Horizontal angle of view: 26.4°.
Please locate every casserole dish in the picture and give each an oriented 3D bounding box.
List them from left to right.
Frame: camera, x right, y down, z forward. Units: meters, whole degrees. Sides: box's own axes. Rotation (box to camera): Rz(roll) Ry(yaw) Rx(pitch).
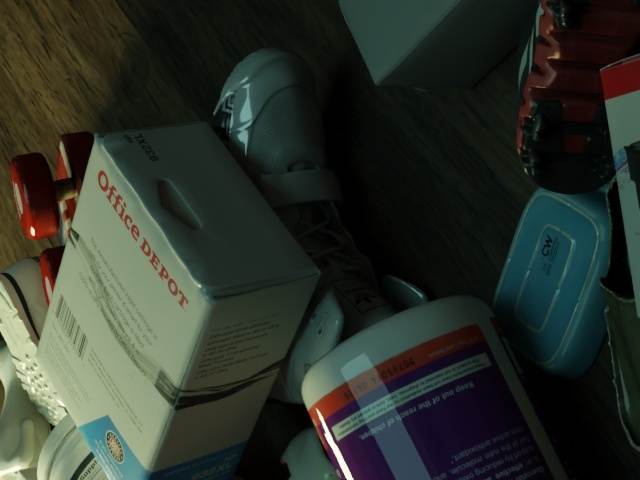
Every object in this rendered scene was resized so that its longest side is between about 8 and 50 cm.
[{"bbox_3d":[0.201,0.032,1.166,0.114,0.037,0.188,37,118,42],"label":"casserole dish"}]

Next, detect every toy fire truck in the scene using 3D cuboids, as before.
[{"bbox_3d":[-0.261,0.026,1.639,0.254,0.169,0.302,113,140,-61],"label":"toy fire truck"}]

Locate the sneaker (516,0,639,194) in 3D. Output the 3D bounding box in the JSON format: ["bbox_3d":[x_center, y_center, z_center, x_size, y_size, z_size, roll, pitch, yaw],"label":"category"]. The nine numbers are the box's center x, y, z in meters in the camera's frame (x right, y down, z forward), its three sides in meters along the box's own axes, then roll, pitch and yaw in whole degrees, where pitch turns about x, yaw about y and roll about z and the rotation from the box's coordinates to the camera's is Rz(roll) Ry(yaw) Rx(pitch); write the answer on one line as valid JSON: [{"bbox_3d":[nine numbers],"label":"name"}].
[{"bbox_3d":[0.211,-0.179,1.063,0.135,0.097,0.276,-85,2,-57],"label":"sneaker"}]

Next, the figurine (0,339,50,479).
[{"bbox_3d":[-0.446,0.245,1.884,0.215,0.092,0.209,-34,57,41],"label":"figurine"}]

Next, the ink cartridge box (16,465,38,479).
[{"bbox_3d":[-0.312,0.385,1.715,0.128,0.127,0.176,34,117,43],"label":"ink cartridge box"}]

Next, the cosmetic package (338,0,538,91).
[{"bbox_3d":[0.138,-0.233,1.158,0.238,0.127,0.107,-39,64,41],"label":"cosmetic package"}]

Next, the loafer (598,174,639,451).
[{"bbox_3d":[0.253,0.053,1.065,0.094,0.087,0.251,-6,87,50],"label":"loafer"}]

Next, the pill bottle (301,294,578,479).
[{"bbox_3d":[0.124,0.220,1.139,0.181,0.181,0.323,-39,70,43],"label":"pill bottle"}]

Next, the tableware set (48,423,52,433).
[{"bbox_3d":[-0.403,0.323,1.902,0.168,0.020,0.141,-44,60,41],"label":"tableware set"}]

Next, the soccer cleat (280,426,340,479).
[{"bbox_3d":[0.017,0.268,1.358,0.076,0.068,0.196,-39,50,23],"label":"soccer cleat"}]

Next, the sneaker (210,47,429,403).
[{"bbox_3d":[0.000,0.000,1.330,0.210,0.137,0.366,14,107,48],"label":"sneaker"}]

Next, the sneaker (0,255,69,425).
[{"bbox_3d":[-0.351,0.136,1.790,0.090,0.095,0.235,-9,104,45],"label":"sneaker"}]

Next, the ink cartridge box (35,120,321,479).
[{"bbox_3d":[-0.148,0.073,1.319,0.223,0.129,0.307,52,137,31],"label":"ink cartridge box"}]

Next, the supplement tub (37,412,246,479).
[{"bbox_3d":[-0.175,0.304,1.501,0.272,0.191,0.191,37,119,42],"label":"supplement tub"}]

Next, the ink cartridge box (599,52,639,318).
[{"bbox_3d":[0.282,-0.065,0.990,0.078,0.134,0.231,-14,80,49],"label":"ink cartridge box"}]
